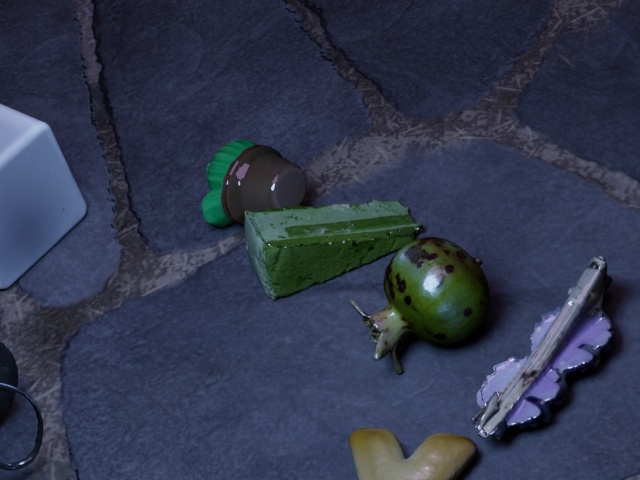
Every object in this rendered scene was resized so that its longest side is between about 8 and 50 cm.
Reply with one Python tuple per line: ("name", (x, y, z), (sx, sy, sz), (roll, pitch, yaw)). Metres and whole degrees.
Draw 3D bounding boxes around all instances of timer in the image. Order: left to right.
("timer", (-0.494, -0.076, 2.259), (0.195, 0.192, 0.194), (24, 57, 35))

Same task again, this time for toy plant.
("toy plant", (-0.109, -0.078, 2.209), (0.200, 0.105, 0.143), (8, 62, 48))

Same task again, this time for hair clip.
("hair clip", (0.282, 0.138, 1.879), (0.106, 0.084, 0.292), (27, 64, 31))

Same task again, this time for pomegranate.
("pomegranate", (0.132, 0.076, 1.957), (0.169, 0.148, 0.148), (-39, 41, 16))

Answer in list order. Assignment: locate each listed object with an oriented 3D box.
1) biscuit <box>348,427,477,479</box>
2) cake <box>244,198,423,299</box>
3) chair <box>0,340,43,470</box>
("biscuit", (0.087, 0.308, 1.790), (0.164, 0.047, 0.208), (1, 47, 20))
("cake", (0.015, 0.007, 2.127), (0.235, 0.099, 0.100), (-7, 39, -18))
("chair", (-0.401, 0.309, 1.828), (0.226, 0.226, 0.401), (-29, 46, -11))
